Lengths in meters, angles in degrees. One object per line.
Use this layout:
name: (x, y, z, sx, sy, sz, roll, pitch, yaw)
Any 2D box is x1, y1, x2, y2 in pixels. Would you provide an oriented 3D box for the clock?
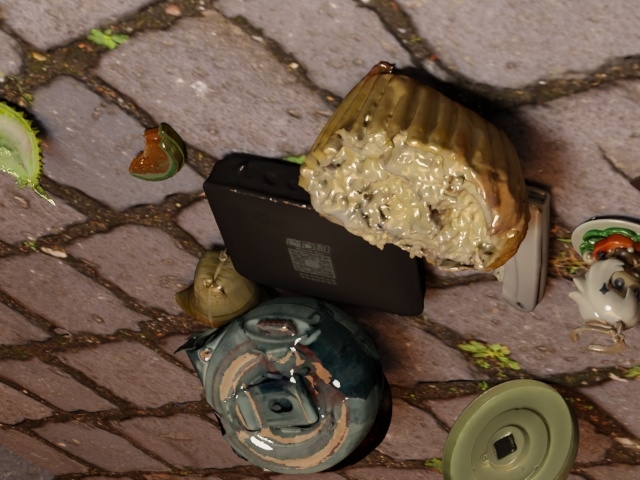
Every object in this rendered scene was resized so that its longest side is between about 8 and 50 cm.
clock: (0.288, 0.319, 1.993, 0.235, 0.235, 0.029, -9, 141, 44)

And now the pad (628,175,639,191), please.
pad: (0.475, -0.059, 1.430, 0.158, 0.003, 0.235, 32, 150, -20)

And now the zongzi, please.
zongzi: (-0.178, 0.074, 2.026, 0.197, 0.099, 0.194, 15, 153, 26)

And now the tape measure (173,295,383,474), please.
tape measure: (-0.048, 0.216, 1.903, 0.275, 0.147, 0.256, -20, 103, 25)

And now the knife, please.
knife: (0.257, 0.012, 1.666, 0.073, 0.040, 0.265, 24, 155, 18)

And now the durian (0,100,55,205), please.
durian: (-0.446, -0.132, 1.818, 0.215, 0.100, 0.086, 28, 156, -1)

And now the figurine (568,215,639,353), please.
figurine: (0.351, 0.065, 1.576, 0.132, 0.153, 0.132, 16, 153, 9)

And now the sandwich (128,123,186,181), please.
sandwich: (-0.218, -0.114, 1.773, 0.067, 0.029, 0.135, 24, 152, -8)

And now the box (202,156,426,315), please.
box: (0.000, 0.000, 1.787, 0.290, 0.073, 0.289, 12, 152, 16)

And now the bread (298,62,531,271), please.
bread: (0.118, -0.073, 1.494, 0.274, 0.149, 0.274, 21, 158, 9)

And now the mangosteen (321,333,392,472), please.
mangosteen: (0.006, 0.241, 2.092, 0.228, 0.228, 0.265, 10, 119, 20)
